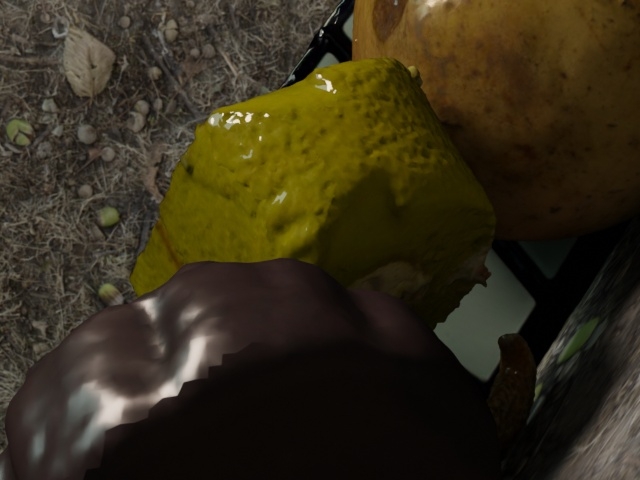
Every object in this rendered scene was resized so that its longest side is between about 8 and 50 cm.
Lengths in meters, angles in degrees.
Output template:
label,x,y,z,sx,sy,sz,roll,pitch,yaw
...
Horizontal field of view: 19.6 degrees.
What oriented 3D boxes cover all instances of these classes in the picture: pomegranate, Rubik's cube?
label,x,y,z,sx,sy,sz,roll,pitch,yaw
pomegranate,0.156,-0.131,1.274,0.281,0.281,0.281,-54,2,2
Rubik's cube,0.058,-0.013,1.511,0.293,0.288,0.283,-52,2,-18

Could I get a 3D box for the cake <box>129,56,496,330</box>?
label,x,y,z,sx,sy,sz,roll,pitch,yaw
cake,0.000,0.000,1.164,0.179,0.156,0.260,-22,-21,-33

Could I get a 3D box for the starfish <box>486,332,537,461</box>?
label,x,y,z,sx,sy,sz,roll,pitch,yaw
starfish,0.015,0.159,1.192,0.327,0.094,0.375,-18,-37,-26

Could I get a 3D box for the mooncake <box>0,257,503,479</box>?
label,x,y,z,sx,sy,sz,roll,pitch,yaw
mooncake,-0.040,0.141,1.002,0.283,0.283,0.141,-53,33,14
